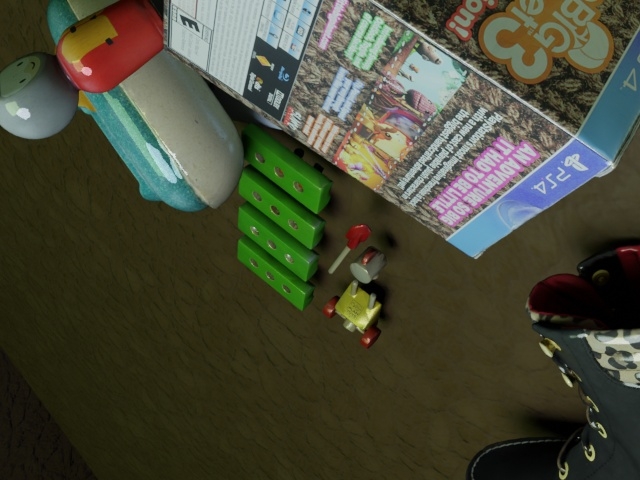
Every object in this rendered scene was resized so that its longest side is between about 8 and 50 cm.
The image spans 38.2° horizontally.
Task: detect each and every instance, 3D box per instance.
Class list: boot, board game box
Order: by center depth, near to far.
[{"bbox_3d":[0.054,-0.146,0.612,0.291,0.141,0.232,34,163,-1],"label":"board game box"},{"bbox_3d":[0.252,0.151,0.807,0.377,0.138,0.284,-4,123,47],"label":"boot"}]

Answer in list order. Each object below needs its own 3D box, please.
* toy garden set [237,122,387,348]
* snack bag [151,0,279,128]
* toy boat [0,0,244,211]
[{"bbox_3d":[0.000,0.000,1.017,0.204,0.049,0.244,38,151,17],"label":"toy garden set"},{"bbox_3d":[-0.087,-0.252,0.864,0.323,0.037,0.342,16,137,39],"label":"snack bag"},{"bbox_3d":[-0.187,-0.135,0.834,0.267,0.148,0.318,56,180,0],"label":"toy boat"}]
